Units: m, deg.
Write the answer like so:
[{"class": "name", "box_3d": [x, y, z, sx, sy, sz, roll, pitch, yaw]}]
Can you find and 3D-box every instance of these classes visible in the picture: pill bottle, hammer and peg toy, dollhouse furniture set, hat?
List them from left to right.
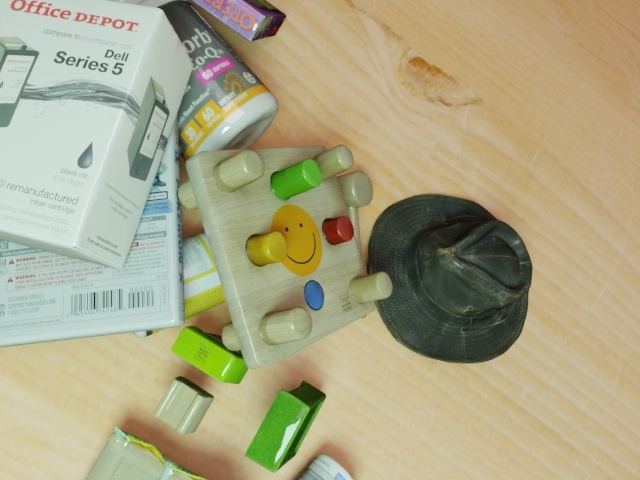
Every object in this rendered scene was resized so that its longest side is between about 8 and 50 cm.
[{"class": "pill bottle", "box_3d": [-0.207, -0.245, 0.770, 0.278, 0.162, 0.162, 47, 63, -2]}, {"class": "pill bottle", "box_3d": [-0.180, 0.050, 0.720, 0.184, 0.103, 0.103, -22, 83, -26]}, {"class": "dollhouse furniture set", "box_3d": [-0.155, 0.287, 0.679, 0.197, 0.151, 0.302, 28, 82, 11]}, {"class": "pill bottle", "box_3d": [-0.019, 0.359, 0.700, 0.137, 0.078, 0.078, -40, 90, -27]}, {"class": "hammer and peg toy", "box_3d": [0.000, 0.000, 0.724, 0.361, 0.127, 0.266, -14, 87, -52]}, {"class": "hat", "box_3d": [0.248, 0.047, 0.873, 0.330, 0.134, 0.332, 6, 72, -20]}]

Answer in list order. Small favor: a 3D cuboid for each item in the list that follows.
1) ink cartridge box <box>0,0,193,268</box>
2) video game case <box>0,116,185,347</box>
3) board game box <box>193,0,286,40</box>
[{"class": "ink cartridge box", "box_3d": [-0.287, -0.128, 0.595, 0.198, 0.115, 0.273, 12, 77, 8]}, {"class": "video game case", "box_3d": [-0.334, -0.027, 0.652, 0.328, 0.036, 0.300, -7, 75, 3]}, {"class": "board game box", "box_3d": [-0.221, -0.432, 0.820, 0.346, 0.208, 0.056, 34, 108, -8]}]
